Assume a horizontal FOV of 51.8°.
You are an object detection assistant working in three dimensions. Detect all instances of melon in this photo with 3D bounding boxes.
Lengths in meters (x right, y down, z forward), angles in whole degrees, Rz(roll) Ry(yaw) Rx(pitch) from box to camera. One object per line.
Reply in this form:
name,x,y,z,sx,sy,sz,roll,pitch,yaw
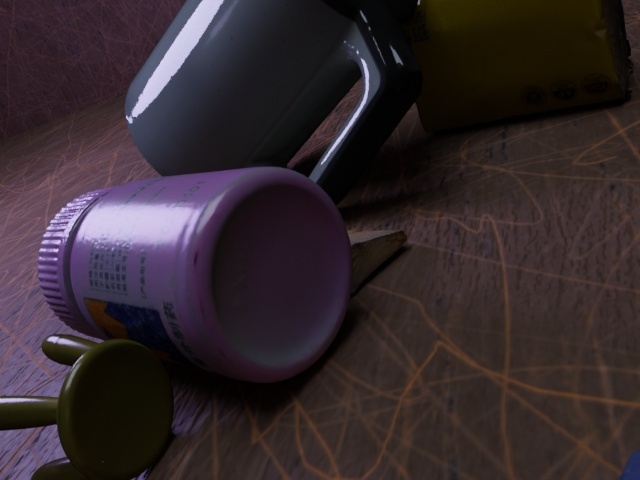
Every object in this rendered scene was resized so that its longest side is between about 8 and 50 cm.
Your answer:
melon,-0.004,0.004,0.713,0.098,0.054,0.182,-33,26,-32

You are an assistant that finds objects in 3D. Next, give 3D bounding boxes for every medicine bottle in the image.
medicine bottle,-0.129,0.026,0.626,0.291,0.178,0.178,0,34,44

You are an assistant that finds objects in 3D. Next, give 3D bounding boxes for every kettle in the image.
kettle,-0.054,-0.202,0.842,0.250,0.361,0.377,1,-28,-38

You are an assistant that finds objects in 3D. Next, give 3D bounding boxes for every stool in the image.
stool,-0.198,0.140,0.546,0.110,0.134,0.135,-13,-18,33

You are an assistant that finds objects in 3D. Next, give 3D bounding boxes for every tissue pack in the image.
tissue pack,0.239,-0.257,0.840,0.271,0.192,0.134,-5,30,37

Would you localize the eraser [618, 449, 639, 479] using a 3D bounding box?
eraser,0.141,0.172,0.266,0.082,0.036,0.225,1,35,46
